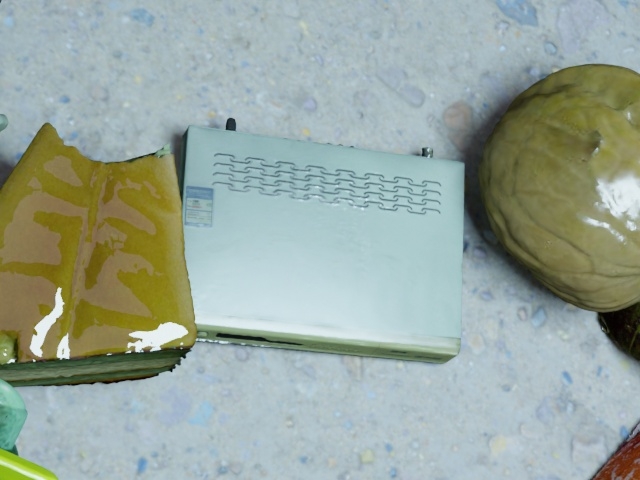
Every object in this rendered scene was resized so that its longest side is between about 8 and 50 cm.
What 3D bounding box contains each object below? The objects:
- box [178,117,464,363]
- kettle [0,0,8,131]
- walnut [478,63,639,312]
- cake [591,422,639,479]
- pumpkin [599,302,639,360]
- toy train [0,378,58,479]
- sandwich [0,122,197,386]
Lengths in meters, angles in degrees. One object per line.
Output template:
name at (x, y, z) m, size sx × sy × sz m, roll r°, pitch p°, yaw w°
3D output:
box at (0.000, 0.000, 1.181) m, size 0.270 × 0.045 × 0.210 m, roll 5°, pitch 76°, yaw -16°
kettle at (-0.390, -0.175, 0.967) m, size 0.361 × 0.250 × 0.376 m, roll -25°, pitch 81°, yaw 14°
walnut at (0.254, -0.052, 1.190) m, size 0.228 × 0.228 × 0.227 m, roll 4°, pitch 76°, yaw -16°
cake at (0.296, 0.256, 1.175) m, size 0.220 × 0.117 × 0.086 m, roll -44°, pitch 99°, yaw -22°
pumpkin at (0.361, 0.092, 1.243) m, size 0.119 × 0.107 × 0.183 m, roll -40°, pitch 90°, yaw -16°
toy train at (-0.314, 0.299, 0.855) m, size 0.179 × 0.272 × 0.442 m, roll 28°, pitch 84°, yaw -15°
sandwich at (-0.232, 0.015, 1.049) m, size 0.228 × 0.155 × 0.198 m, roll -4°, pitch 77°, yaw -17°
